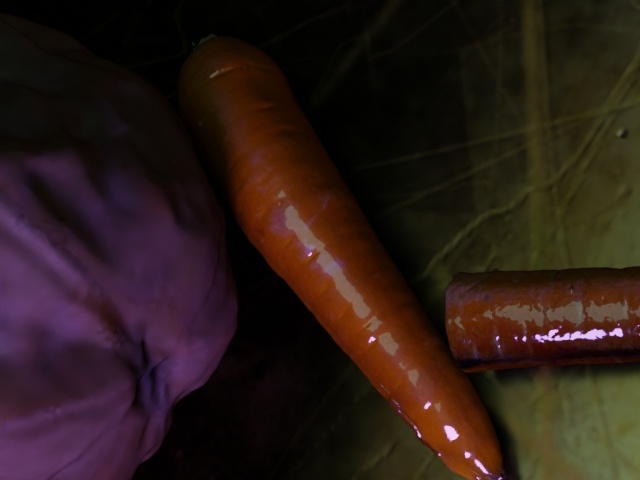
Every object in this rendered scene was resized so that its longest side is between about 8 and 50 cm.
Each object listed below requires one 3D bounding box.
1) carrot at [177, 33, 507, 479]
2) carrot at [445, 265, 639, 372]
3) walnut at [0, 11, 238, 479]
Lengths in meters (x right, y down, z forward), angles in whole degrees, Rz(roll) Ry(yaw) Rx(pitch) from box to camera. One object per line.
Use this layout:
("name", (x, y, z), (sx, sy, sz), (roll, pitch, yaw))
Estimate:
("carrot", (0.000, 0.000, 0.709), (0.062, 0.066, 0.271), (-21, 59, -22))
("carrot", (0.125, 0.033, 0.654), (0.139, 0.048, 0.048), (-3, 75, 23))
("walnut", (-0.176, 0.016, 0.703), (0.273, 0.227, 0.273), (-6, 74, 23))
